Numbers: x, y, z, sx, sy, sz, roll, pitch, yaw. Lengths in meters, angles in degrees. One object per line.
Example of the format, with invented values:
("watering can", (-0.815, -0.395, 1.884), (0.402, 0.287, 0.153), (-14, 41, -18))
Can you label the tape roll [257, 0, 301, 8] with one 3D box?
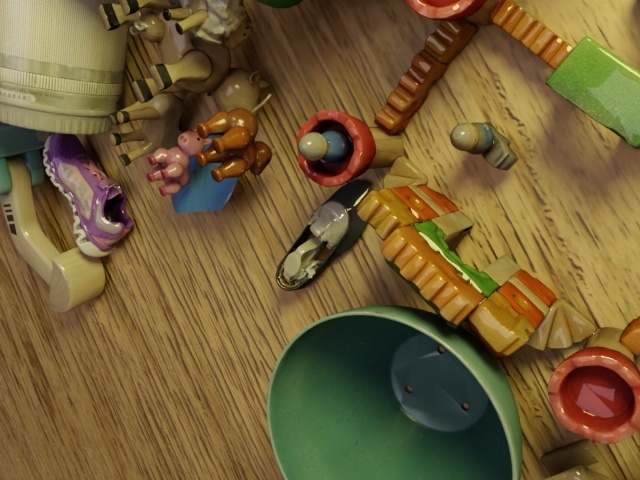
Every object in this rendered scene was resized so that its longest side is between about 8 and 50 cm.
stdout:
("tape roll", (-0.091, -0.421, 0.625), (0.077, 0.321, 0.321), (-24, 85, 31))

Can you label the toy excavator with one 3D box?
("toy excavator", (-0.605, -0.116, 1.098), (0.433, 0.222, 0.444), (15, 120, 29))

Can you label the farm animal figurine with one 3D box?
("farm animal figurine", (-0.175, -0.226, 0.794), (0.330, 0.172, 0.326), (18, 130, 43))

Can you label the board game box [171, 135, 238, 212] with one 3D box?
("board game box", (-0.171, -0.106, 0.899), (0.169, 0.033, 0.133), (-1, 77, 40))

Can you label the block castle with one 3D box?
("block castle", (0.206, -0.058, 0.571), (0.453, 0.213, 0.303), (45, 119, 17))

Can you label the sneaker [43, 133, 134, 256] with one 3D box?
("sneaker", (-0.406, -0.094, 1.024), (0.105, 0.095, 0.236), (-22, 91, 26))

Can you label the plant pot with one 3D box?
("plant pot", (0.108, 0.202, 0.686), (0.290, 0.195, 0.290), (6, 102, 31))

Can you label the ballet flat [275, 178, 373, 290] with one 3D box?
("ballet flat", (0.000, 0.000, 0.794), (0.074, 0.074, 0.203), (48, 119, 16))

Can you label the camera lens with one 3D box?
("camera lens", (-0.424, -0.327, 0.910), (0.220, 0.219, 0.274), (22, 109, 27))

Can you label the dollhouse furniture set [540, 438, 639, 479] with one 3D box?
("dollhouse furniture set", (0.364, 0.306, 0.442), (0.394, 0.362, 0.256), (-38, 78, 32))
